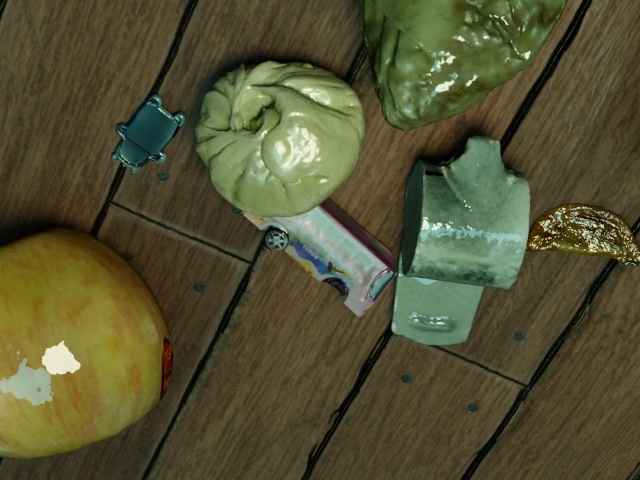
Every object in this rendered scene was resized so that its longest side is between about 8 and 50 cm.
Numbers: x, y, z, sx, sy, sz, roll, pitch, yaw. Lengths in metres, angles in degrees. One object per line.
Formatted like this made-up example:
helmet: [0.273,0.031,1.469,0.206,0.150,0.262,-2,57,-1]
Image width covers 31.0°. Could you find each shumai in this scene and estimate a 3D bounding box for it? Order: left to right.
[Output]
shumai: [0.135,-0.344,1.577,0.288,0.292,0.330,45,75,-30]

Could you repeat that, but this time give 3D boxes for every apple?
apple: [-0.438,0.164,1.842,0.391,0.391,0.346,-19,91,13]

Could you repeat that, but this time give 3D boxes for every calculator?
calculator: [-0.280,-0.168,1.862,0.094,0.019,0.141,37,115,-13]

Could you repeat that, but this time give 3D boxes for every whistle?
whistle: [0.210,0.009,1.851,0.168,0.188,0.405,7,150,-5]

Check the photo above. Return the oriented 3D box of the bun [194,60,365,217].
bun: [-0.071,-0.157,1.735,0.259,0.160,0.259,-1,86,18]

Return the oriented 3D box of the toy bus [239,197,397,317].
toy bus: [0.000,0.000,1.884,0.274,0.090,0.112,41,111,-15]

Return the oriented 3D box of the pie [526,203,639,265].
pie: [0.433,-0.014,1.876,0.191,0.033,0.088,9,101,2]
